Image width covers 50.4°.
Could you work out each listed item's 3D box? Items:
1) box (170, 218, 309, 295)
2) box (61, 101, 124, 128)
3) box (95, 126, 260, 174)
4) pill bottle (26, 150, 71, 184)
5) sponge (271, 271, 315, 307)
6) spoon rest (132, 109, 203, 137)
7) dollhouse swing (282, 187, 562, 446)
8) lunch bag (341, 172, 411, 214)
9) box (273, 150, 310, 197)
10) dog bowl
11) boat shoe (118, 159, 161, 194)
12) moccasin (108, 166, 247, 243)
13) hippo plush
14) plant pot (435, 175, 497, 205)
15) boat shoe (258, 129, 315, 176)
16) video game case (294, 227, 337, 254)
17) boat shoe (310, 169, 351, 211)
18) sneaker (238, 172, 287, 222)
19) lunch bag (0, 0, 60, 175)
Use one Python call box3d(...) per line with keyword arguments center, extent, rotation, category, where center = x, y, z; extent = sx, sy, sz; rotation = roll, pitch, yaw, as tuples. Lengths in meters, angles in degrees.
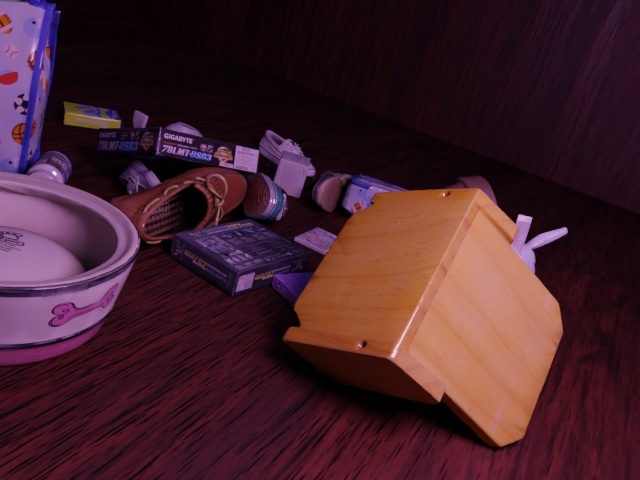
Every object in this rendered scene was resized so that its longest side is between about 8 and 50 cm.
box3d(center=(-0.163, 0.028, 1.411), extent=(0.183, 0.059, 0.232), rotation=(29, 24, 28), category="box")
box3d(center=(-0.672, -0.365, 2.025), extent=(0.178, 0.042, 0.109), rotation=(5, 24, -26), category="box")
box3d(center=(-0.352, -0.219, 1.680), extent=(0.293, 0.073, 0.295), rotation=(10, -1, -45), category="box")
box3d(center=(-0.590, -0.138, 1.470), extent=(0.078, 0.078, 0.137), rotation=(12, 22, -14), category="pill bottle")
box3d(center=(0.013, 0.105, 1.397), extent=(0.210, 0.031, 0.117), rotation=(-2, 29, -40), category="sponge")
box3d(center=(-0.459, -0.321, 2.057), extent=(0.137, 0.084, 0.276), rotation=(31, 11, 29), category="spoon rest")
box3d(center=(0.191, 0.138, 1.171), extent=(0.315, 0.305, 0.347), rotation=(1, 49, 43), category="dollhouse swing")
box3d(center=(0.206, -0.102, 1.931), extent=(0.303, 0.115, 0.243), rotation=(21, 11, 6), category="lunch bag")
box3d(center=(-0.084, -0.192, 1.963), extent=(0.087, 0.102, 0.101), rotation=(18, 22, -5), category="box")
box3d(center=(-0.489, 0.034, 1.024), extent=(0.408, 0.150, 0.408), rotation=(14, 21, -6), category="dog bowl")
box3d(center=(-0.410, -0.119, 1.582), extent=(0.083, 0.076, 0.226), rotation=(57, -12, -31), category="boat shoe")
box3d(center=(-0.277, -0.078, 1.450), extent=(0.147, 0.139, 0.380), rotation=(11, 16, 29), category="moccasin")
box3d(center=(0.306, 0.066, 1.415), extent=(0.234, 0.294, 0.236), rotation=(13, 7, -28), category="hippo plush")
box3d(center=(0.295, -0.021, 1.691), extent=(0.229, 0.263, 0.263), rotation=(-6, 25, -6), category="plant pot")
box3d(center=(-0.109, -0.284, 2.197), extent=(0.258, 0.084, 0.095), rotation=(32, 25, 34), category="boat shoe")
box3d(center=(0.000, 0.000, 1.675), extent=(0.087, 0.011, 0.122), rotation=(25, 22, 20), category="video game case")
box3d(center=(0.015, -0.149, 1.946), extent=(0.092, 0.103, 0.285), rotation=(15, 17, 13), category="boat shoe")
box3d(center=(-0.122, -0.097, 1.632), extent=(0.121, 0.108, 0.302), rotation=(19, 4, -21), category="sneaker")
box3d(center=(-0.767, -0.372, 1.493), extent=(0.327, 0.385, 0.239), rotation=(9, 23, -17), category="lunch bag")
